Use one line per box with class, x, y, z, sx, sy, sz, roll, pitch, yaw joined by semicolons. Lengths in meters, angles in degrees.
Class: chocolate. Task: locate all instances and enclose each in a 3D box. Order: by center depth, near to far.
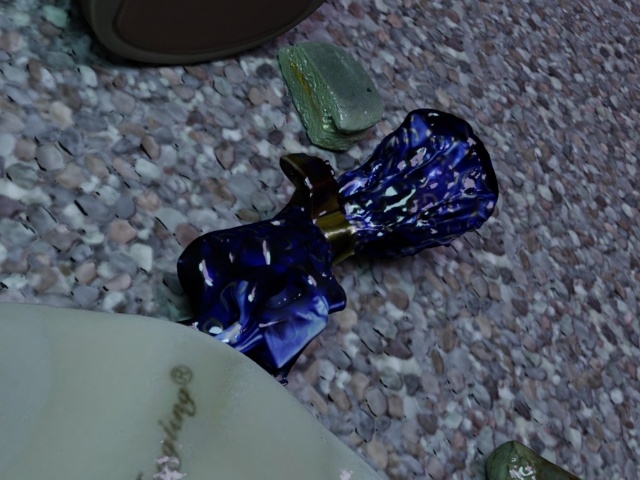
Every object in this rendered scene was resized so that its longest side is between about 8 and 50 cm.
chocolate;-0.001;0.001;0.708;0.343;0.126;0.148;-31;91;-39

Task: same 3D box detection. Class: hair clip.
hair clip;-0.089;0.144;0.537;0.282;0.113;0.173;30;47;-17

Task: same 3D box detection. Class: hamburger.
hamburger;0.016;-0.145;0.858;0.084;0.054;0.121;-9;60;-39

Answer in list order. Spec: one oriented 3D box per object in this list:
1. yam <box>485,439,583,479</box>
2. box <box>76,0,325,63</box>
yam;0.265;0.278;0.750;0.317;0.071;0.067;39;82;-10
box;-0.101;-0.317;0.729;0.301;0.301;0.216;-16;64;-43
